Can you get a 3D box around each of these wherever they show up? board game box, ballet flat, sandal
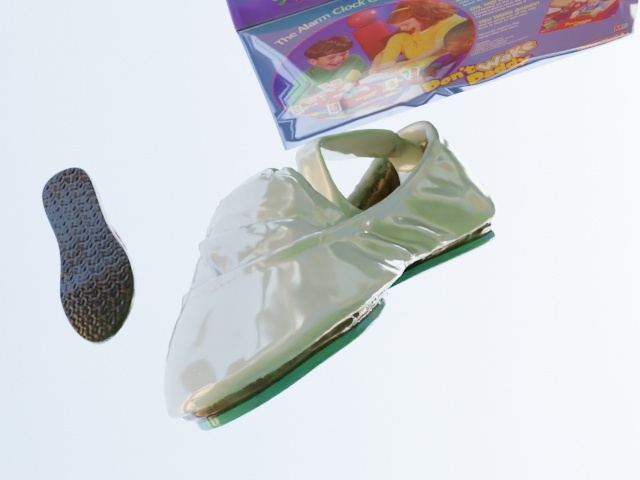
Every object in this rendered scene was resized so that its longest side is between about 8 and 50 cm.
[{"bbox_3d":[0.104,-0.209,1.037,0.347,0.078,0.233,-18,-21,2],"label":"board game box"},{"bbox_3d":[0.000,0.000,0.819,0.400,0.139,0.139,-29,-51,-56],"label":"ballet flat"},{"bbox_3d":[-0.195,0.013,1.032,0.067,0.179,0.040,-25,-34,3],"label":"sandal"}]
